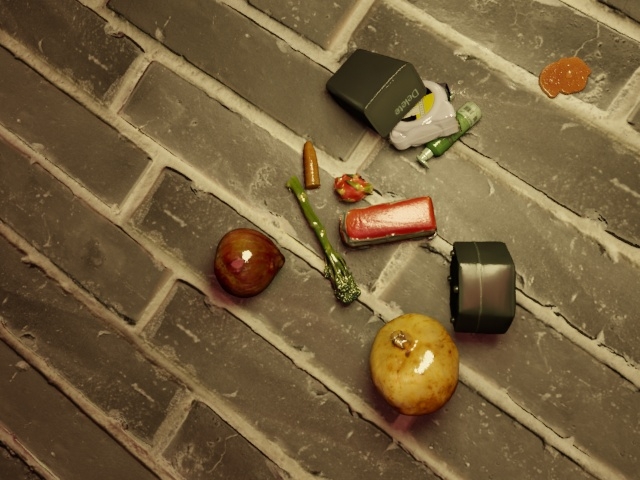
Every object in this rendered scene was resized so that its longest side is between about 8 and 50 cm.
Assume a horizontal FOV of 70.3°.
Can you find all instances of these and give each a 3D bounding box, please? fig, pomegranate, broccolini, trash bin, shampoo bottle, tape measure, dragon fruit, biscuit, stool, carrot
[{"bbox_3d":[-0.192,0.060,1.239,0.205,0.205,0.206,-1,86,9],"label":"fig"},{"bbox_3d":[0.230,0.303,1.126,0.248,0.248,0.249,-1,86,9],"label":"pomegranate"},{"bbox_3d":[-0.004,0.001,1.280,0.073,0.078,0.392,-32,75,16],"label":"broccolini"},{"bbox_3d":[0.136,-0.400,1.200,0.165,0.115,0.225,-47,43,5],"label":"trash bin"},{"bbox_3d":[0.345,-0.284,1.234,0.204,0.065,0.065,-43,81,4],"label":"shampoo bottle"},{"bbox_3d":[0.269,-0.336,1.215,0.196,0.105,0.179,-12,62,27],"label":"tape measure"},{"bbox_3d":[0.092,-0.145,1.250,0.116,0.086,0.081,6,92,19],"label":"dragon fruit"},{"bbox_3d":[0.653,-0.437,1.217,0.130,0.019,0.102,-18,83,7],"label":"biscuit"},{"bbox_3d":[0.392,0.116,1.125,0.141,0.232,0.233,-1,86,10],"label":"stool"},{"bbox_3d":[-0.028,-0.218,1.294,0.048,0.048,0.139,-7,84,8],"label":"carrot"}]

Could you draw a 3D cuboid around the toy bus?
[{"bbox_3d":[0.177,-0.048,1.214,0.264,0.120,0.122,-9,84,7],"label":"toy bus"}]
